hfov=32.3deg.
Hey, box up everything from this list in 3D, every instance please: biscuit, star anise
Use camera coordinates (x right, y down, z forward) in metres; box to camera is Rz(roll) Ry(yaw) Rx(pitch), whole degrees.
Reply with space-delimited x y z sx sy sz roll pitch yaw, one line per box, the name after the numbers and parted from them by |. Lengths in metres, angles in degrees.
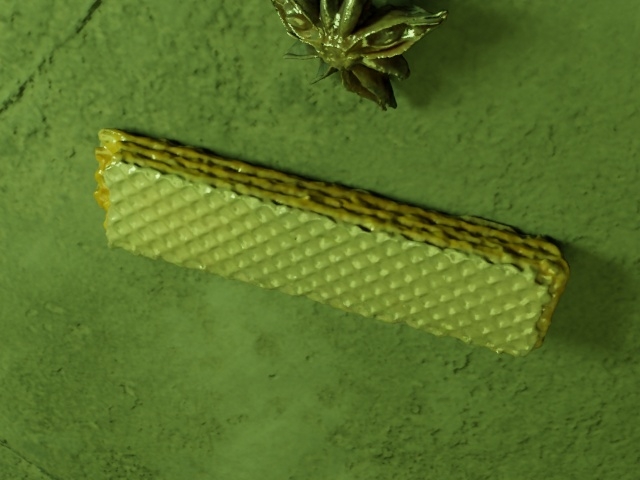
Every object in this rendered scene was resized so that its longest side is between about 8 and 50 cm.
0.000 0.000 0.861 0.378 0.054 0.094 15 128 2 | biscuit
0.010 -0.147 0.747 0.129 0.056 0.124 26 148 -2 | star anise
